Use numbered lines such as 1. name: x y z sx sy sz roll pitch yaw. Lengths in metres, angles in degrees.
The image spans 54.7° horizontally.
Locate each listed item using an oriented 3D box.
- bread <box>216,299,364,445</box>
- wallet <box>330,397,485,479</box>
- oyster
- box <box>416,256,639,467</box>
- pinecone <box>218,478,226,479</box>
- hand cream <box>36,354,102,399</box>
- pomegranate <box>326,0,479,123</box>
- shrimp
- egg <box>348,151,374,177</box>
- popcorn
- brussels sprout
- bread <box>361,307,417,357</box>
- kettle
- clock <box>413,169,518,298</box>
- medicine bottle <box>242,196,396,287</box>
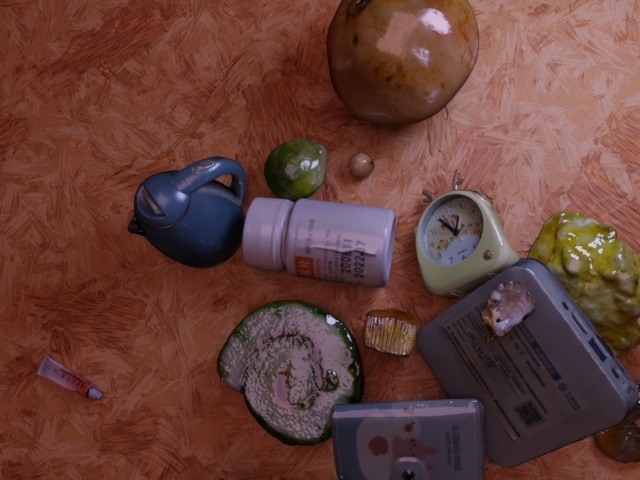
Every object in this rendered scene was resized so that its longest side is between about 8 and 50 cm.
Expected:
1. bread: -0.080 0.339 1.601 0.382 0.129 0.365 -4 79 9
2. wallet: 0.212 0.498 1.480 0.361 0.083 0.252 -4 102 8
3. oyster: 0.403 0.156 1.333 0.045 0.122 0.145 12 85 -30
4. box: 0.458 0.288 1.433 0.396 0.111 0.395 -44 73 41
5. pinecone: -0.190 0.731 1.420 0.385 0.384 0.384 -2 79 9
6. hand cream: -0.706 0.391 1.743 0.216 0.038 0.052 22 56 16
7. pomegranate: 0.214 -0.483 1.605 0.412 0.411 0.411 -2 79 9
8. shrimp: 0.766 0.423 1.487 0.150 0.068 0.248 35 91 1
9. egg: 0.112 -0.209 1.702 0.071 0.083 0.071 -1 82 7
10. popcorn: 0.614 0.125 1.463 0.292 0.293 0.334 -41 60 -2
11. brussels sprout: -0.068 -0.200 1.701 0.162 0.143 0.180 9 56 30
12. bread: 0.174 0.226 1.552 0.132 0.190 0.114 10 84 5
13. kettle: -0.332 -0.097 1.619 0.319 0.342 0.247 -39 75 -1
14. clock: 0.353 -0.023 1.578 0.235 0.096 0.307 -31 58 35
15. medicine bottle: 0.000 0.000 1.614 0.372 0.211 0.210 7 80 11
